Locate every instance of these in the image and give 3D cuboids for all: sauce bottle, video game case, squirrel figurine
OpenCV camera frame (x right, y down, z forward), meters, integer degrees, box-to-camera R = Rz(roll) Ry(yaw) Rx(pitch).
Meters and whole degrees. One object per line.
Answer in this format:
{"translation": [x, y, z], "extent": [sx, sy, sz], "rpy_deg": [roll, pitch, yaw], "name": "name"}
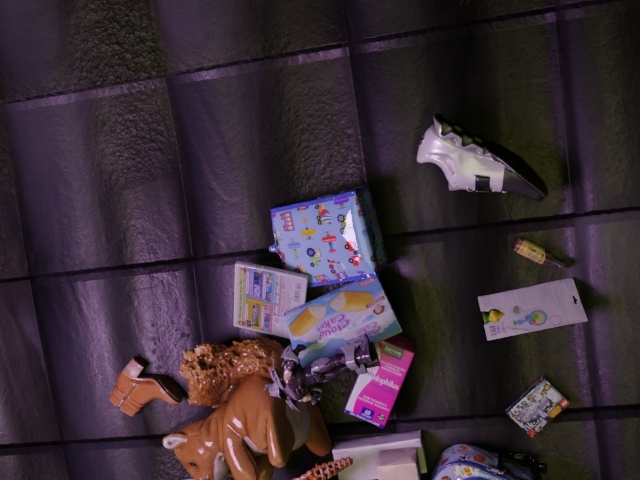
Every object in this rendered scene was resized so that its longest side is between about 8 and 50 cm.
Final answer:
{"translation": [0.543, 0.035, 1.695], "extent": [0.128, 0.042, 0.042], "rpy_deg": [26, 101, 7], "name": "sauce bottle"}
{"translation": [-0.133, 0.160, 1.801], "extent": [0.193, 0.023, 0.212], "rpy_deg": [12, 124, 8], "name": "video game case"}
{"translation": [-0.230, 0.456, 1.812], "extent": [0.370, 0.281, 0.397], "rpy_deg": [-23, 79, 22], "name": "squirrel figurine"}

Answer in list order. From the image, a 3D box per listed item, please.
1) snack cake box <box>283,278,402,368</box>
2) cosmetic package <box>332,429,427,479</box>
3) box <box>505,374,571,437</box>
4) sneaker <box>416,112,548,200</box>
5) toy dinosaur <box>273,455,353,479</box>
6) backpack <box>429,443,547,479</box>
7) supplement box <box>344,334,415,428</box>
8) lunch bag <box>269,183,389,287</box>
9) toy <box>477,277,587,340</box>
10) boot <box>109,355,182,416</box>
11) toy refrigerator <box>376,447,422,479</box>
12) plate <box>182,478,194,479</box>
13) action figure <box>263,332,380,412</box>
{"translation": [0.053, 0.206, 1.722], "extent": [0.264, 0.152, 0.089], "rpy_deg": [-24, 127, 3], "name": "snack cake box"}
{"translation": [0.159, 0.577, 1.826], "extent": [0.239, 0.060, 0.099], "rpy_deg": [-11, 99, 11], "name": "cosmetic package"}
{"translation": [0.557, 0.426, 1.752], "extent": [0.094, 0.027, 0.137], "rpy_deg": [42, 102, 1], "name": "box"}
{"translation": [0.389, -0.168, 1.671], "extent": [0.330, 0.122, 0.146], "rpy_deg": [31, 120, 4], "name": "sneaker"}
{"translation": [-0.040, 0.670, 1.707], "extent": [0.218, 0.164, 0.322], "rpy_deg": [45, 119, 18], "name": "toy dinosaur"}
{"translation": [0.400, 0.656, 1.729], "extent": [0.263, 0.213, 0.276], "rpy_deg": [22, 104, 17], "name": "backpack"}
{"translation": [0.156, 0.352, 1.772], "extent": [0.111, 0.114, 0.220], "rpy_deg": [21, 99, 6], "name": "supplement box"}
{"translation": [0.000, 0.000, 1.755], "extent": [0.293, 0.138, 0.221], "rpy_deg": [-12, 98, 21], "name": "lunch bag"}
{"translation": [0.522, 0.180, 1.697], "extent": [0.237, 0.137, 0.056], "rpy_deg": [-11, 136, 10], "name": "toy"}
{"translation": [-0.491, 0.439, 1.921], "extent": [0.197, 0.073, 0.152], "rpy_deg": [36, 101, 16], "name": "boot"}
{"translation": [0.217, 0.677, 1.755], "extent": [0.102, 0.094, 0.269], "rpy_deg": [-9, 99, 11], "name": "toy refrigerator"}
{"translation": [-0.362, 0.778, 1.965], "extent": [0.188, 0.024, 0.188], "rpy_deg": [2, 98, 11], "name": "plate"}
{"translation": [-0.003, 0.312, 1.633], "extent": [0.285, 0.099, 0.185], "rpy_deg": [-21, 137, 6], "name": "action figure"}
